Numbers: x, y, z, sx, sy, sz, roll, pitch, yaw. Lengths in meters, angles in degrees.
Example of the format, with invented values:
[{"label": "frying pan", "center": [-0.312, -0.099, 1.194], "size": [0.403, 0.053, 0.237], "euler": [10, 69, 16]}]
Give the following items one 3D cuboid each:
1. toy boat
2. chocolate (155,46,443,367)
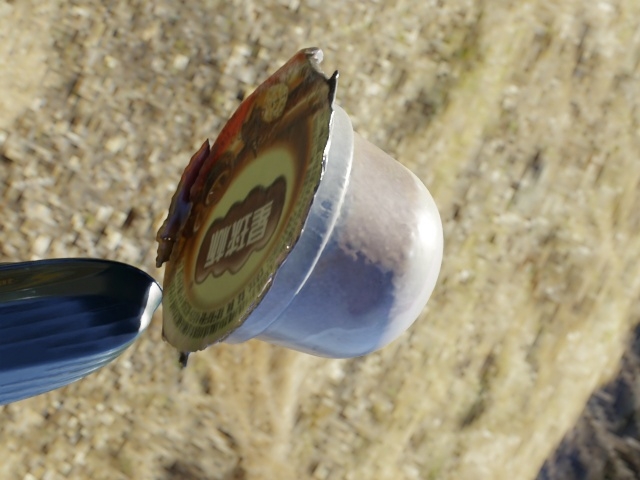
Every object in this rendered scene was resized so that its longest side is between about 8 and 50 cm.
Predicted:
[{"label": "toy boat", "center": [-0.216, 0.056, 1.010], "size": [0.246, 0.103, 0.093], "euler": [-10, 129, -23]}, {"label": "chocolate", "center": [0.002, -0.004, 1.010], "size": [0.147, 0.221, 0.221], "euler": [21, 96, -29]}]
